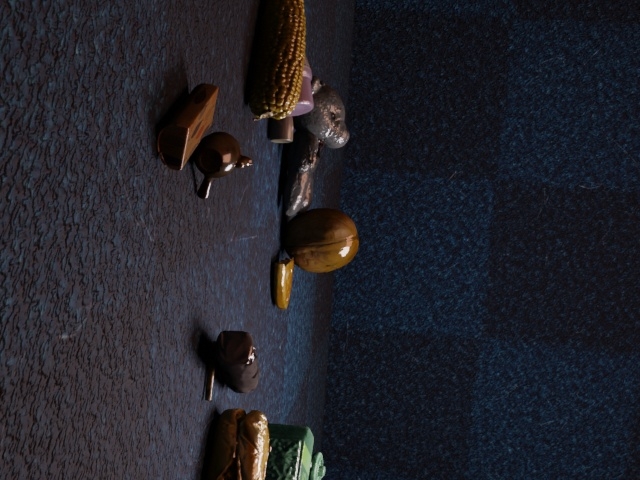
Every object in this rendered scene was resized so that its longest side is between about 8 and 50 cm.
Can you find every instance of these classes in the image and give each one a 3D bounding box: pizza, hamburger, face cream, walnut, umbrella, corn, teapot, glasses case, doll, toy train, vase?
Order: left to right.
[{"bbox_3d":[-0.184,-0.162,1.284,0.170,0.041,0.065,-75,180,-61],"label":"glasses case"},{"bbox_3d":[-0.158,-0.108,1.419,0.080,0.085,0.110,-61,175,-71],"label":"teapot"},{"bbox_3d":[-0.149,0.231,1.706,0.337,0.073,0.067,97,6,-71],"label":"umbrella"},{"bbox_3d":[-0.151,0.426,1.757,0.214,0.108,0.214,7,90,-84],"label":"hamburger"},{"bbox_3d":[-0.078,-0.362,1.815,0.101,0.101,0.310,80,16,-67],"label":"corn"},{"bbox_3d":[-0.085,-0.269,2.049,0.053,0.053,0.101,29,63,-83],"label":"vase"},{"bbox_3d":[-0.094,0.092,2.313,0.178,0.041,0.131,84,15,-59],"label":"pizza"},{"bbox_3d":[-0.086,0.600,2.285,0.238,0.167,0.299,74,20,-58],"label":"toy train"},{"bbox_3d":[-0.073,-0.405,1.954,0.154,0.096,0.274,51,31,-77],"label":"face cream"},{"bbox_3d":[-0.009,-0.224,2.296,0.246,0.158,0.340,-3,98,-81],"label":"doll"},{"bbox_3d":[0.000,0.000,2.381,0.167,0.207,0.167,27,59,-59],"label":"walnut"}]

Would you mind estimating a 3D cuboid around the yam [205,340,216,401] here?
[{"bbox_3d":[-0.193,0.231,1.639,0.014,0.014,0.107,64,31,-78],"label":"yam"}]
